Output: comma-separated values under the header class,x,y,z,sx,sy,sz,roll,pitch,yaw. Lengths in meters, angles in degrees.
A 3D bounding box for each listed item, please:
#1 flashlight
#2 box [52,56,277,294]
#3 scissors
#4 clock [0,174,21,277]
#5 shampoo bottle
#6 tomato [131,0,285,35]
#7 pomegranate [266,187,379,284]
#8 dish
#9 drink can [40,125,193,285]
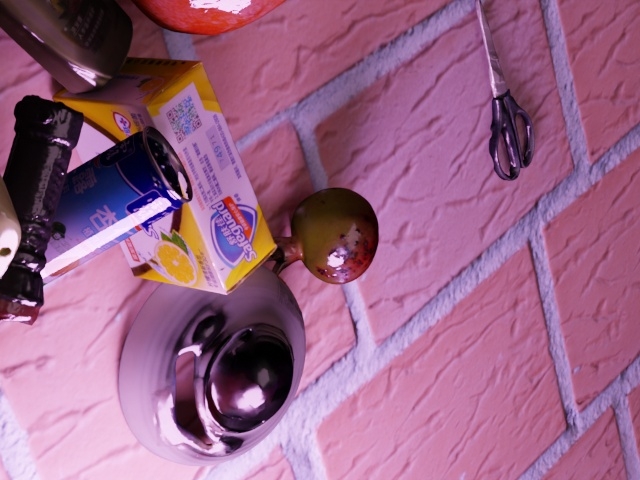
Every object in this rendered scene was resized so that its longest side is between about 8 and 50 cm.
class,x,y,z,sx,sy,sz,roll,pitch,yaw
flashlight,-0.300,-0.032,1.668,0.093,0.093,0.232,18,87,-48
box,-0.177,-0.076,1.877,0.097,0.168,0.265,-45,129,-35
scissors,0.265,-0.231,2.439,0.109,0.022,0.300,-43,126,-39
clock,-0.479,0.017,1.501,0.348,0.117,0.286,13,126,-43
shampoo bottle,-0.334,-0.298,1.714,0.350,0.084,0.125,47,44,-41
tomato,-0.101,-0.387,1.786,0.325,0.290,0.293,-46,116,-5
pomegranate,0.005,0.002,2.120,0.159,0.129,0.129,-36,123,-35
dish,-0.101,0.163,2.007,0.273,0.134,0.273,-14,113,-38
drink can,-0.259,-0.026,1.745,0.097,0.235,0.097,57,13,-22
